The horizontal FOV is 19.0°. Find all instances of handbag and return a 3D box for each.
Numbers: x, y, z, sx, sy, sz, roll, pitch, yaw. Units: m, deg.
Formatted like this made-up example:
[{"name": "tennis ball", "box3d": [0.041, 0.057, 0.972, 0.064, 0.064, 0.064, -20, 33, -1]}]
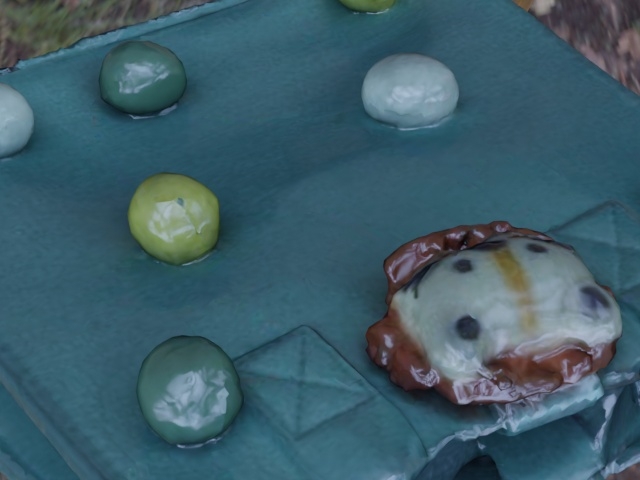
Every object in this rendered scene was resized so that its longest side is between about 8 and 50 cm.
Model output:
[{"name": "handbag", "box3d": [-0.001, -0.005, 0.653, 0.268, 0.274, 0.100, -19, 127, -28]}]

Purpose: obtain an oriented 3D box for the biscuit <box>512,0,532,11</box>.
[{"name": "biscuit", "box3d": [0.062, -0.094, 1.007, 0.044, 0.289, 0.202, 28, 114, 6]}]
